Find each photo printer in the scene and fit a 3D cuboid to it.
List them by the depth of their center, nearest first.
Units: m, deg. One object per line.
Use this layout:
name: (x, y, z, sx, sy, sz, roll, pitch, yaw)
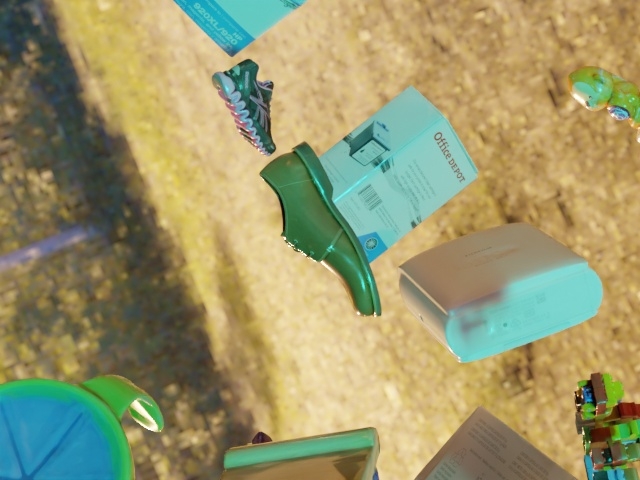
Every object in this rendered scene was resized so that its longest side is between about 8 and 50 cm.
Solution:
photo printer: (0.267, 0.069, 2.220, 0.307, 0.256, 0.107, -131, 24, -70)

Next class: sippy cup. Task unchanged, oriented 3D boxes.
sippy cup: (-0.307, 0.305, 1.577, 0.224, 0.305, 0.240, 83, 169, -57)

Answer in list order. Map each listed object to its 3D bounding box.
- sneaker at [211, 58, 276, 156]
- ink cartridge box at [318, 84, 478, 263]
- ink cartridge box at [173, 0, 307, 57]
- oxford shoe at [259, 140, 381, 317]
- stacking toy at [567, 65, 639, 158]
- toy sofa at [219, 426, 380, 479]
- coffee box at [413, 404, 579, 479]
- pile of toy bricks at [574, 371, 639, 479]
sneaker: (-0.066, -0.140, 1.479, 0.047, 0.057, 0.119, 37, 161, 46)
ink cartridge box: (0.082, -0.077, 1.743, 0.082, 0.190, 0.140, 50, 179, 40)
ink cartridge box: (-0.055, -0.356, 1.577, 0.168, 0.171, 0.232, 45, 138, -16)
oxford shoe: (0.000, 0.000, 1.571, 0.212, 0.076, 0.076, 61, 169, 5)
stacking toy: (0.412, -0.122, 1.547, 0.301, 0.166, 0.175, 22, 164, 6)
toy sofa: (0.021, 0.357, 1.331, 0.177, 0.150, 0.363, -57, -46, -69)
coffee box: (0.296, 0.506, 2.044, 0.334, 0.338, 0.337, 41, 178, -22)
pile of toy bricks: (0.327, 0.201, 1.476, 0.212, 0.105, 0.118, 65, -164, -67)
